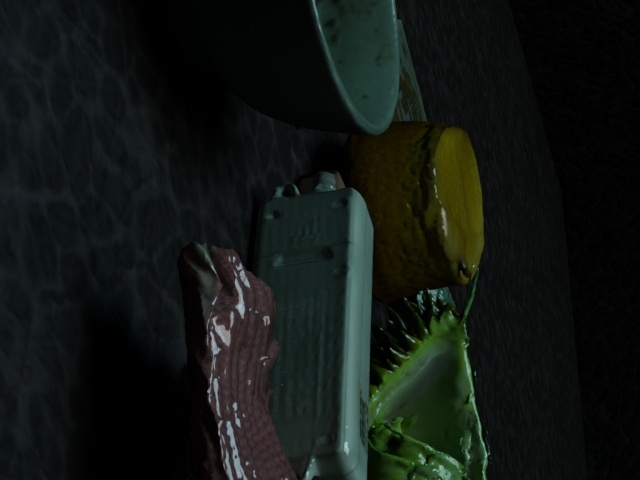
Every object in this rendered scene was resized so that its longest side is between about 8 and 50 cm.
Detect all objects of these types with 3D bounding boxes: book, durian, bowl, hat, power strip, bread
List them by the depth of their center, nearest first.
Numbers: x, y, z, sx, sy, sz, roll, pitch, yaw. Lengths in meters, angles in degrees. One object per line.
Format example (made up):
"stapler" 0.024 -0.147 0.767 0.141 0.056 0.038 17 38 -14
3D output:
"hat" -0.061 0.168 0.899 0.237 0.107 0.286 74 9 -54
"bowl" -0.042 -0.216 1.156 0.289 0.146 0.289 -9 90 -74
"power strip" -0.010 0.071 1.171 0.058 0.098 0.338 66 20 -44
"durian" 0.091 0.218 1.308 0.157 0.169 0.356 37 46 -66
"bread" 0.093 -0.034 1.539 0.269 0.142 0.195 -23 105 -73
"book" 0.106 -0.168 1.921 0.295 0.020 0.208 -62 138 -67

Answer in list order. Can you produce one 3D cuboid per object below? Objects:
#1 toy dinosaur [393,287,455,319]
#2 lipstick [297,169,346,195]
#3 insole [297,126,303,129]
"toy dinosaur" 0.132 0.121 1.723 0.129 0.076 0.383 19 58 -66
"lipstick" 0.000 0.000 1.359 0.045 0.045 0.145 68 18 -45
"insole" -0.024 -0.199 1.472 0.063 0.010 0.192 56 29 -55
